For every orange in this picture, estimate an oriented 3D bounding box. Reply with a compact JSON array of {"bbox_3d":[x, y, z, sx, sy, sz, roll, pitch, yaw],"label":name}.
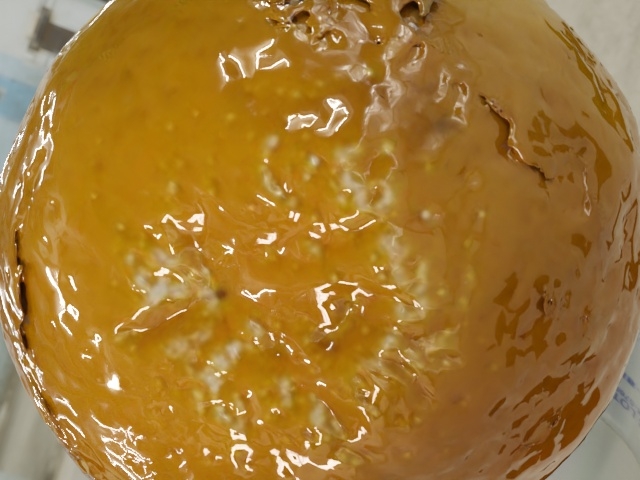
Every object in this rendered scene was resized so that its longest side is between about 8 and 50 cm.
[{"bbox_3d":[0.002,0.001,0.441,0.219,0.219,0.193,-60,2,35],"label":"orange"}]

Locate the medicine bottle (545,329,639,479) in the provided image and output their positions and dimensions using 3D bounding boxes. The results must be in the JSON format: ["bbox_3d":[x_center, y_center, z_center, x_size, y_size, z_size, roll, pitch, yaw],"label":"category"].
[{"bbox_3d":[0.125,0.114,0.716,0.130,0.130,0.341,-62,-8,28],"label":"medicine bottle"}]
